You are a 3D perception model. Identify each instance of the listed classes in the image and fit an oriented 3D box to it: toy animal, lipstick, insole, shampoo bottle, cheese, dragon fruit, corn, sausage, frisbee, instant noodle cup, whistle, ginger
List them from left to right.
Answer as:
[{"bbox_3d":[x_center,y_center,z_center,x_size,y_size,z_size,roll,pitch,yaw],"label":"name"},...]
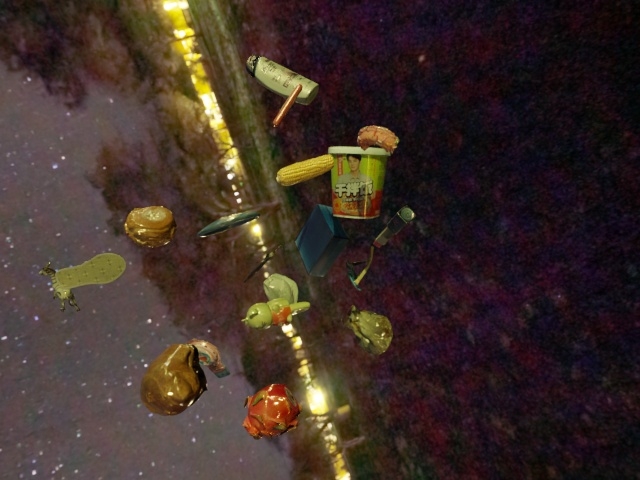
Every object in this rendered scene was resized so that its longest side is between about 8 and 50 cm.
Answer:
[{"bbox_3d":[-1.172,0.217,1.941,0.216,0.073,0.176,35,135,25],"label":"toy animal"},{"bbox_3d":[-0.827,0.114,1.547,0.007,0.321,0.109,-41,-63,-72],"label":"insole"},{"bbox_3d":[-0.583,0.537,1.668,0.270,0.200,0.223,62,-162,20],"label":"ginger"},{"bbox_3d":[-0.587,0.618,2.258,0.286,0.188,0.074,56,-153,-21],"label":"cheese"},{"bbox_3d":[-0.405,-0.082,1.887,0.289,0.289,0.049,167,83,-82],"label":"frisbee"},{"bbox_3d":[-0.203,0.720,1.804,0.224,0.227,0.224,51,-171,-12],"label":"dragon fruit"},{"bbox_3d":[-0.178,0.295,1.741,0.131,0.288,0.106,116,140,-53],"label":"whistle"},{"bbox_3d":[-0.191,-0.747,2.011,0.359,0.134,0.078,30,161,12],"label":"shampoo bottle"},{"bbox_3d":[-0.131,-0.546,1.737,0.029,0.223,0.029,29,170,6],"label":"sausage"},{"bbox_3d":[-0.051,-0.238,1.462,0.067,0.206,0.068,160,90,-84],"label":"corn"},{"bbox_3d":[0.169,-0.261,1.954,0.294,0.293,0.309,-139,50,-73],"label":"instant noodle cup"},{"bbox_3d":[0.249,-0.032,1.534,0.051,0.051,0.312,47,158,7],"label":"lipstick"}]

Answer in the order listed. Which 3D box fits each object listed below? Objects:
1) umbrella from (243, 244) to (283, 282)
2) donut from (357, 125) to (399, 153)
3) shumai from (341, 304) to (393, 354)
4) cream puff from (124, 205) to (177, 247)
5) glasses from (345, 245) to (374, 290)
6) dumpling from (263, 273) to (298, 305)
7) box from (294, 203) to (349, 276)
[{"bbox_3d":[-0.290,0.110,2.127,0.044,0.269,0.044,47,-177,-25],"label":"umbrella"},{"bbox_3d":[0.198,-0.373,1.585,0.165,0.065,0.117,6,163,42],"label":"donut"},{"bbox_3d":[0.247,0.481,2.321,0.271,0.222,0.203,28,177,39],"label":"shumai"},{"bbox_3d":[-0.488,-0.034,1.249,0.126,0.143,0.103,46,135,28],"label":"cream puff"},{"bbox_3d":[0.193,0.120,2.179,0.239,0.102,0.207,-92,23,-73],"label":"glasses"},{"bbox_3d":[-0.172,0.254,2.020,0.105,0.149,0.217,-175,60,-84],"label":"dumpling"},{"bbox_3d":[0.000,0.000,2.246,0.279,0.116,0.262,-56,41,31],"label":"box"}]
